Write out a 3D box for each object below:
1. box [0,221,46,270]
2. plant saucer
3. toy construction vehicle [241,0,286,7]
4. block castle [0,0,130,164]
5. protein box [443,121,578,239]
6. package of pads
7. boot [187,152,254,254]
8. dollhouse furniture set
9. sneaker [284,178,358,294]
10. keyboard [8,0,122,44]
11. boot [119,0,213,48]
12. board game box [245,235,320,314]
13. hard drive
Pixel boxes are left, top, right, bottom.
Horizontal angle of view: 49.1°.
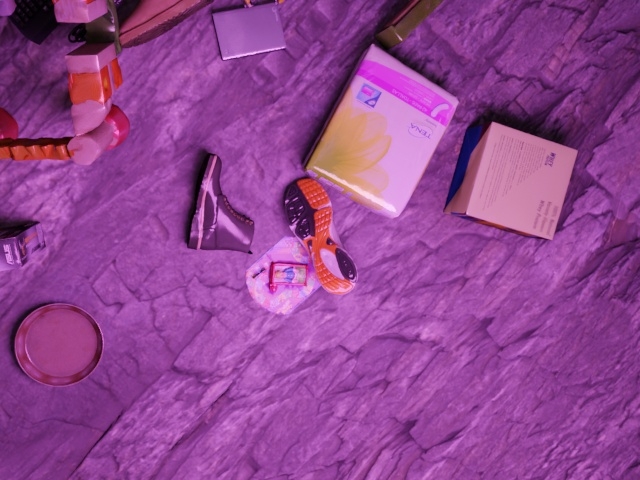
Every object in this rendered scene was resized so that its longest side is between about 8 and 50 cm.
[{"bbox_3d":[-0.614,0.019,1.265,0.183,0.231,0.056,-9,100,-9],"label":"box"},{"bbox_3d":[-0.519,0.207,1.401,0.168,0.029,0.168,-1,96,-11],"label":"plant saucer"},{"bbox_3d":[-0.124,-0.511,1.403,0.086,0.035,0.098,-28,84,-12],"label":"toy construction vehicle"},{"bbox_3d":[-0.504,-0.359,1.190,0.303,0.213,0.453,-1,116,1],"label":"block castle"},{"bbox_3d":[0.402,-0.124,1.498,0.201,0.136,0.199,15,91,-11],"label":"protein box"},{"bbox_3d":[0.127,-0.218,1.455,0.229,0.101,0.296,29,88,-11],"label":"package of pads"},{"bbox_3d":[-0.188,-0.071,1.428,0.137,0.077,0.197,9,106,-16],"label":"boot"},{"bbox_3d":[0.164,-0.513,1.335,0.151,0.301,0.197,-45,104,-7],"label":"dollhouse furniture set"},{"bbox_3d":[0.000,0.000,1.458,0.099,0.121,0.262,-20,75,0],"label":"sneaker"},{"bbox_3d":[-0.443,-0.492,1.305,0.317,0.033,0.201,-44,87,9],"label":"keyboard"},{"bbox_3d":[-0.352,-0.538,1.350,0.236,0.089,0.269,-34,97,-9],"label":"boot"},{"bbox_3d":[-0.070,0.077,1.475,0.169,0.033,0.133,-41,100,-5],"label":"board game box"},{"bbox_3d":[-0.144,-0.425,1.426,0.135,0.022,0.094,-14,97,-10],"label":"hard drive"}]
